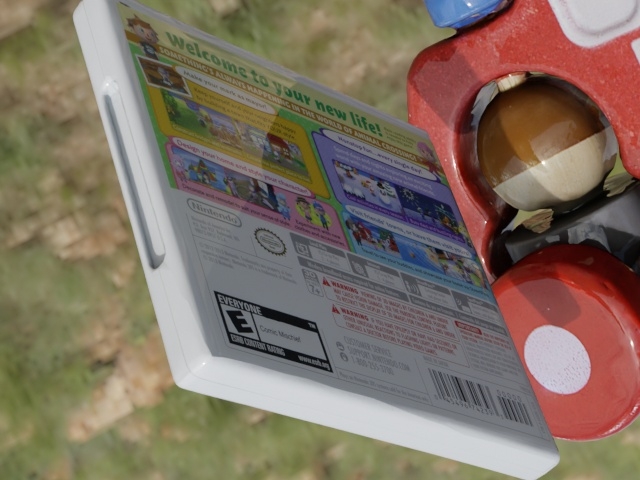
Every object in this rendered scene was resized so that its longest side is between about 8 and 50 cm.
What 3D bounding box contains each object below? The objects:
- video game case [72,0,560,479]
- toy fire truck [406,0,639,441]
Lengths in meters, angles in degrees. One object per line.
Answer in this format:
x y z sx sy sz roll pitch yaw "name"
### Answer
0.000 0.000 0.761 0.212 0.193 0.023 20 130 -42 "video game case"
0.168 -0.056 0.899 0.302 0.254 0.169 -20 -173 40 "toy fire truck"
